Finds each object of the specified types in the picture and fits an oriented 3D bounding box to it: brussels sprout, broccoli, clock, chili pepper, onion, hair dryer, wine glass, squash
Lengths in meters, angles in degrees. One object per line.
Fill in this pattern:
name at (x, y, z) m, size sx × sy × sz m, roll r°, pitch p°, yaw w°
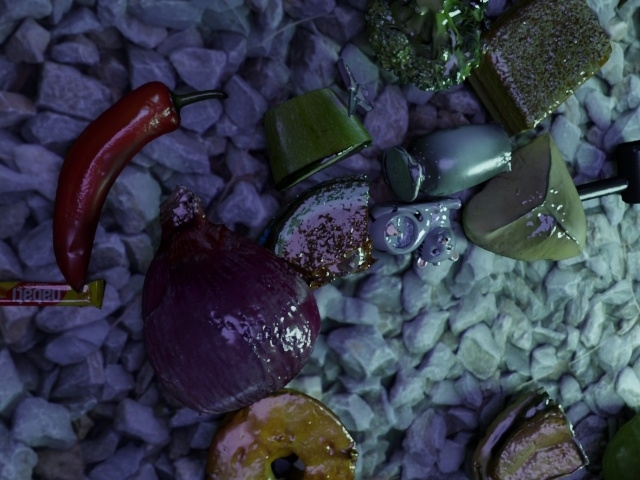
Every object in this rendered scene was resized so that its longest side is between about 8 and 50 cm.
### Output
brussels sprout at (0.666, 0.440, 1.386) m, size 0.244 × 0.244 × 0.244 m, roll -2°, pitch 96°, yaw -19°
broccoli at (0.170, -0.360, 1.147) m, size 0.198 × 0.176 × 0.226 m, roll 10°, pitch 111°, yaw -3°
clock at (0.157, -0.008, 1.231) m, size 0.176 × 0.080 × 0.117 m, roll -6°, pitch 99°, yaw -20°
chili pepper at (-0.298, -0.109, 1.063) m, size 0.137 × 0.092 × 0.368 m, roll 37°, pitch 89°, yaw -25°
onion at (-0.151, 0.101, 1.052) m, size 0.267 × 0.159 × 0.348 m, roll -27°, pitch 112°, yaw 1°
hair dryer at (0.517, -0.112, 1.363) m, size 0.248 × 0.070 × 0.114 m, roll -12°, pitch 101°, yaw -9°
wine glass at (0.216, -0.134, 1.220) m, size 0.204 × 0.111 × 0.111 m, roll -15°, pitch 101°, yaw -17°
squash at (-0.010, -0.159, 1.120) m, size 0.170 × 0.170 × 0.122 m, roll -21°, pitch 90°, yaw -16°

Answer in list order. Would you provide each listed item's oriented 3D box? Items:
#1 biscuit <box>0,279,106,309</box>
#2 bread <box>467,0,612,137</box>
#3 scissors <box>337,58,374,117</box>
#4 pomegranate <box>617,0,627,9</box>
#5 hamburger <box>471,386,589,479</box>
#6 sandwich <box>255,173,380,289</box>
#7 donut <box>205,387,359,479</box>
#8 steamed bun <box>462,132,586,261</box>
biscuit at (-0.464, 0.077, 1.054) m, size 0.292 × 0.026 × 0.048 m, roll 2°, pitch 76°, yaw -20°
bread at (0.372, -0.320, 1.260) m, size 0.234 × 0.110 × 0.184 m, roll -40°, pitch 104°, yaw -13°
scissors at (0.052, -0.224, 1.127) m, size 0.015 × 0.189 × 0.100 m, roll -31°, pitch 110°, yaw 19°
pomegranate at (0.525, -0.491, 1.277) m, size 0.169 × 0.148 × 0.148 m, roll 37°, pitch 83°, yaw -17°
hamburger at (0.360, 0.378, 1.335) m, size 0.208 × 0.135 × 0.155 m, roll -29°, pitch 89°, yaw 0°
sandwich at (-0.009, -0.006, 1.149) m, size 0.235 × 0.079 × 0.159 m, roll -20°, pitch 86°, yaw -3°
donut at (-0.065, 0.354, 1.167) m, size 0.254 × 0.118 × 0.253 m, roll -6°, pitch 105°, yaw -21°
steamed bun at (0.363, -0.045, 1.270) m, size 0.212 × 0.110 × 0.231 m, roll -26°, pitch 97°, yaw -5°
